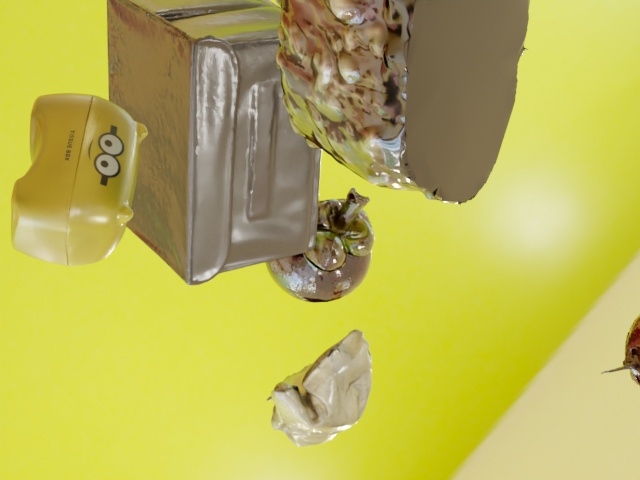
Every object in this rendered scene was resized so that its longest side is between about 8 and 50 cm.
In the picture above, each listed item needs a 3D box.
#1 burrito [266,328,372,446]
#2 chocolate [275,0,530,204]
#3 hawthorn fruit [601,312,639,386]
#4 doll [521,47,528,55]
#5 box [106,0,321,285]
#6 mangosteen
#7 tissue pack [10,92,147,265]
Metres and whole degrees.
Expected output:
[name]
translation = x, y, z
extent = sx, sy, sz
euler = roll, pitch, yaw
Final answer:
[burrito]
translation = 0.009, 0.256, 2.266
extent = 0.190, 0.135, 0.332
euler = -28, 172, -9
[chocolate]
translation = 0.063, -0.210, 1.332
extent = 0.210, 0.340, 0.225
euler = 23, -141, 33
[hawthorn fruit]
translation = 0.471, 0.133, 1.738
extent = 0.235, 0.181, 0.181
euler = -9, -161, 3
[doll]
translation = 0.182, -0.230, 1.919
extent = 0.248, 0.127, 0.088
euler = -18, -166, -11
[box]
translation = -0.148, -0.161, 1.858
extent = 0.204, 0.345, 0.251
euler = -14, -148, -32
[mangosteen]
translation = -0.002, 0.010, 2.018
extent = 0.172, 0.172, 0.184
euler = -49, 175, -12
[tissue pack]
translation = -0.258, -0.065, 1.461
extent = 0.123, 0.127, 0.178
euler = 109, -11, -56
